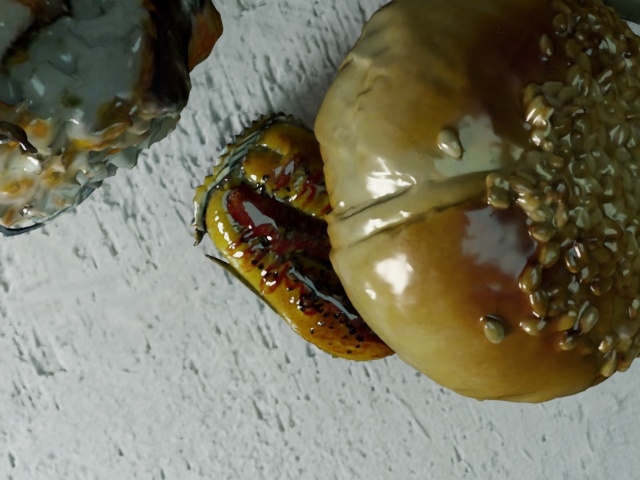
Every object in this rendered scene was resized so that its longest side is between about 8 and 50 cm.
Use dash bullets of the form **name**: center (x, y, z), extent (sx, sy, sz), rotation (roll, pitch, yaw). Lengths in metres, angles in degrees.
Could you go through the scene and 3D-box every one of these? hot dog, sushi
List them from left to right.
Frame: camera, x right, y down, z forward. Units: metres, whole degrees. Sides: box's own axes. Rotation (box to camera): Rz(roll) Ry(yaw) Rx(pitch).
- **sushi**: center (-0.279, -0.190, 1.179), extent (0.417, 0.176, 0.417), rotation (11, 57, -18)
- **hot dog**: center (0.000, 0.000, 1.468), extent (0.270, 0.082, 0.162), rotation (41, 81, -22)

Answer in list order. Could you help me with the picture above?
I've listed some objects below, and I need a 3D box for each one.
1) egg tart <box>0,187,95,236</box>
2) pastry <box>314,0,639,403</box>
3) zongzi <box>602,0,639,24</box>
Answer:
- **egg tart**: center (-0.277, -0.118, 1.328), extent (0.234, 0.094, 0.234), rotation (-2, 96, -21)
- **pastry**: center (0.184, -0.052, 1.409), extent (0.409, 0.245, 0.409), rotation (8, 79, -43)
- **zongzi**: center (0.267, -0.339, 1.506), extent (0.242, 0.112, 0.221), rotation (14, 95, -23)
